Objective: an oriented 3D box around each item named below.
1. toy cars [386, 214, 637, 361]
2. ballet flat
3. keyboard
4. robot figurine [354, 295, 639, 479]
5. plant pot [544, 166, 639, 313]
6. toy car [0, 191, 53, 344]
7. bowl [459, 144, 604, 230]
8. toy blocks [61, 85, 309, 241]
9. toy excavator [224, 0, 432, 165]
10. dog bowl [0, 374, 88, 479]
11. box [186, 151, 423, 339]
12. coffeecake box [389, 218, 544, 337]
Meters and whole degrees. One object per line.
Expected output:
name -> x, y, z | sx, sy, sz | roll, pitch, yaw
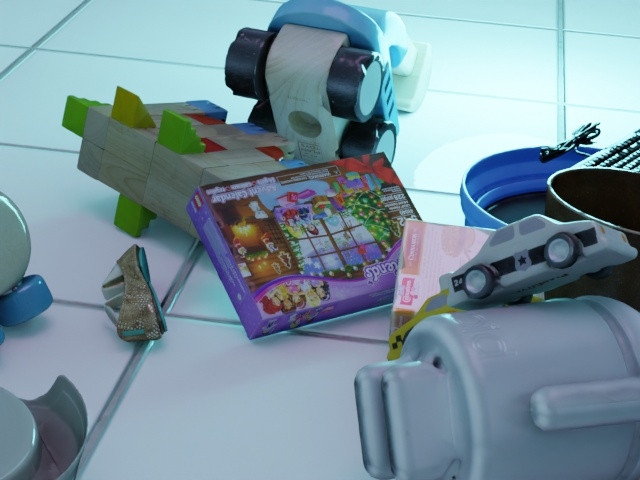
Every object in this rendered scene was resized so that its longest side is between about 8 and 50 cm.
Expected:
toy cars -> 0.191, 0.045, 1.586 | 0.176, 0.394, 0.087 | -7, 71, -18
ballet flat -> -0.237, 0.063, 1.807 | 0.067, 0.073, 0.206 | -15, 24, -7
keyboard -> 0.430, -0.124, 2.175 | 0.201, 0.033, 0.317 | 19, 28, 31
robot figurine -> 0.215, 0.163, 1.486 | 0.353, 0.200, 0.300 | -6, 1, -21
plant pot -> 0.345, 0.060, 1.688 | 0.215, 0.231, 0.215 | 8, 22, -3
toy car -> -0.486, 0.034, 1.739 | 0.238, 0.219, 0.210 | -17, 14, 27
bowl -> 0.392, -0.033, 2.098 | 0.391, 0.077, 0.391 | 3, 25, -1
toy blocks -> -0.151, -0.104, 2.089 | 0.381, 0.191, 0.261 | 29, 24, 35
toy excavator -> 0.067, -0.276, 2.367 | 0.222, 0.433, 0.445 | 14, 54, 21
dog bowl -> -0.396, 0.218, 1.398 | 0.348, 0.102, 0.349 | 3, 25, -1
box -> 0.000, 0.000, 1.871 | 0.293, 0.057, 0.201 | -13, 64, -32
coffeecake box -> 0.185, 0.058, 1.800 | 0.185, 0.068, 0.142 | 7, 56, 5
